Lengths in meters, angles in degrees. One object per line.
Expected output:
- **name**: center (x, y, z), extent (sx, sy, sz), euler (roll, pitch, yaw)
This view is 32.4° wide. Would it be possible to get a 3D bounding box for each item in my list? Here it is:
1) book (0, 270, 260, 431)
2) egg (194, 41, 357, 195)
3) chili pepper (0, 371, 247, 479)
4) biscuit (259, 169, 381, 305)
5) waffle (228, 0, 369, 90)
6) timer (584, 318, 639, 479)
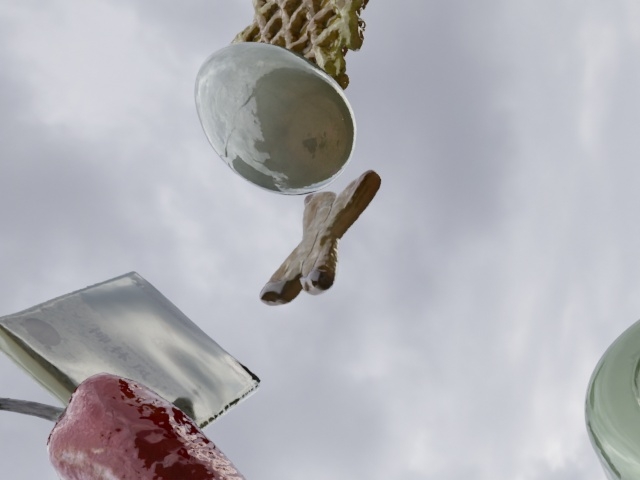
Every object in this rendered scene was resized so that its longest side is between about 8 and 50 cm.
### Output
- **book**: center (-0.240, 0.158, 1.446), extent (0.031, 0.264, 0.379), euler (-52, -8, 17)
- **egg**: center (-0.054, -0.139, 1.230), extent (0.151, 0.209, 0.151), euler (-41, -25, -24)
- **chili pepper**: center (-0.198, 0.202, 1.099), extent (0.135, 0.338, 0.131), euler (-16, -46, -47)
- **biscuit**: center (0.001, 0.000, 1.585), extent (0.047, 0.164, 0.207), euler (42, -123, -24)
- **waffle**: center (-0.038, -0.255, 1.464), extent (0.068, 0.325, 0.302), euler (22, -98, -28)
- **timer**: center (0.339, 0.207, 0.693), extent (0.291, 0.291, 0.315), euler (-36, -62, -41)
